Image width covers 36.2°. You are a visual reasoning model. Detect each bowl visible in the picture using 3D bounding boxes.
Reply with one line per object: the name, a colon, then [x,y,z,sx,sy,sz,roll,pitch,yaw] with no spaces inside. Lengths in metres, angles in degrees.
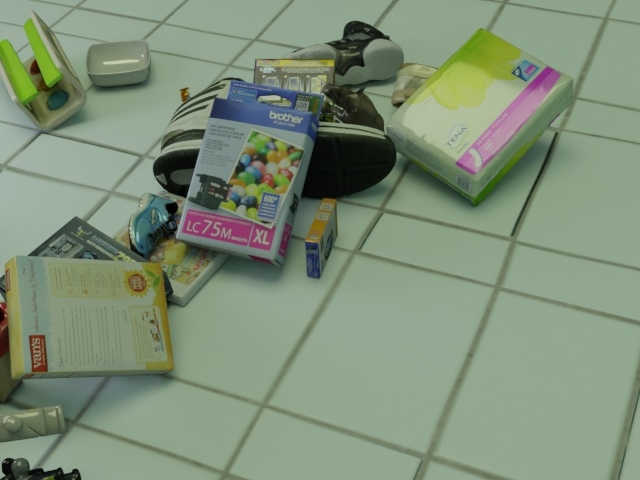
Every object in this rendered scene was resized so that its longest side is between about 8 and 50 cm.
bowl: [-0.445,-0.387,2.175,0.142,0.053,0.142,-7,40,-5]

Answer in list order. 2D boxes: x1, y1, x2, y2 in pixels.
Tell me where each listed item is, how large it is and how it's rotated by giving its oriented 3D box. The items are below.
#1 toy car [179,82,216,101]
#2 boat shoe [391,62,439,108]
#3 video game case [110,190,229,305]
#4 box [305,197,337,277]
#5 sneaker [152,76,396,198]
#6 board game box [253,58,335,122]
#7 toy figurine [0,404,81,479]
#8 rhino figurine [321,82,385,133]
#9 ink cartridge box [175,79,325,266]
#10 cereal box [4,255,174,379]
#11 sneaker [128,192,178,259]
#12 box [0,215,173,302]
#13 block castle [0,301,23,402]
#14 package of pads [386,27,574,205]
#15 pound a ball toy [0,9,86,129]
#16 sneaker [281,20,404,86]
toy car: [-0.236,-0.312,2.103,0.122,0.060,0.040,-10,82,17]
boat shoe: [0.294,-0.280,1.988,0.302,0.109,0.098,15,79,13]
video game case: [-0.262,0.007,1.719,0.206,0.026,0.227,18,44,22]
box: [0.000,0.000,1.671,0.028,0.081,0.136,10,41,14]
sneaker: [-0.082,-0.221,1.848,0.448,0.169,0.257,-1,49,5]
board game box: [-0.055,-0.307,2.027,0.170,0.048,0.141,1,63,4]
toy figurine: [-0.380,0.322,1.209,0.148,0.209,0.213,-7,38,-22]
rhino figurine: [0.062,-0.250,1.874,0.106,0.243,0.073,23,83,18]
ink cartridge box: [-0.117,-0.127,1.672,0.186,0.065,0.311,12,78,16]
cereal box: [-0.338,0.114,1.439,0.240,0.047,0.173,5,68,-38]
sneaker: [-0.286,-0.027,1.693,0.073,0.063,0.162,5,42,4]
box: [-0.385,0.076,1.598,0.233,0.059,0.183,28,59,29]
block castle: [-0.693,0.138,1.441,0.453,0.212,0.303,25,47,28]
package of pads: [0.294,-0.241,1.840,0.229,0.101,0.296,37,74,26]
pound a ball toy: [-0.638,-0.347,2.104,0.208,0.135,0.319,-37,46,0]
sneaker: [0.039,-0.407,2.146,0.269,0.101,0.153,-6,35,-6]
